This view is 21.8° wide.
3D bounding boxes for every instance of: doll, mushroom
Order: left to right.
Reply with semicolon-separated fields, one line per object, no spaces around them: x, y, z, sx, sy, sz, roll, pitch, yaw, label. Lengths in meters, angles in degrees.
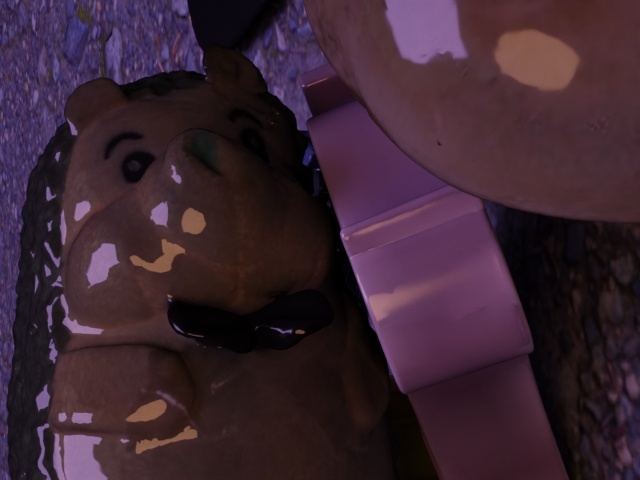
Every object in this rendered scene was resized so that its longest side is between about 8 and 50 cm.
-0.069;0.067;0.976;0.247;0.247;0.350;148;114;-62;doll
0.128;-0.117;0.830;0.290;0.292;0.293;100;158;-65;mushroom

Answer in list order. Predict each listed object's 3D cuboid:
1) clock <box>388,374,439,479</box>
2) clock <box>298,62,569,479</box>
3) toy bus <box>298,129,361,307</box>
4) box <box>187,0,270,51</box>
-0.059;0.220;1.180;0.200;0.317;0.244;-167;75;-71;clock
0.076;0.050;0.999;0.275;0.080;0.290;-103;-8;-68;clock
0.000;0.000;1.317;0.076;0.073;0.167;-129;47;-57;toy bus
-0.079;-0.287;1.499;0.201;0.042;0.213;147;117;-62;box
